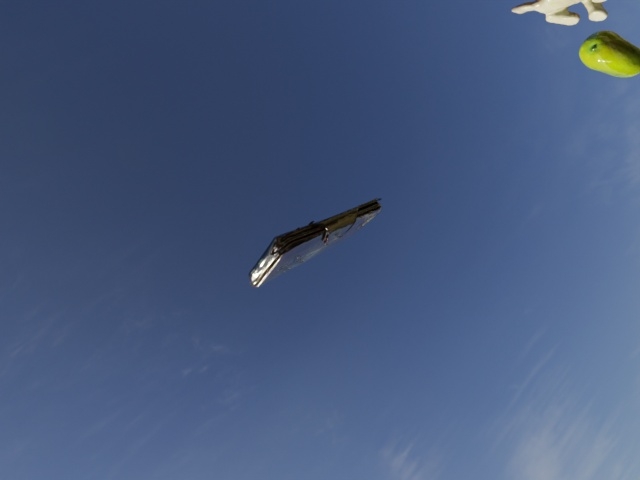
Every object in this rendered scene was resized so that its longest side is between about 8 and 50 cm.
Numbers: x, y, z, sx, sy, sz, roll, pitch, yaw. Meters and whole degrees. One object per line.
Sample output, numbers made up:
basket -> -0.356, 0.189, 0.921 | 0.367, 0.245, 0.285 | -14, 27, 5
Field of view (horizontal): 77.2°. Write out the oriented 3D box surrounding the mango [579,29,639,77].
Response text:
mango -> 0.733, -0.463, 0.999 | 0.117, 0.163, 0.089 | -63, -7, -55

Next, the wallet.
wallet -> 0.000, 0.000, 0.617 | 0.232, 0.122, 0.031 | -24, -104, -41

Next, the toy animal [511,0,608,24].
toy animal -> 0.524, -0.566, 0.845 | 0.104, 0.184, 0.185 | 15, -88, -62
